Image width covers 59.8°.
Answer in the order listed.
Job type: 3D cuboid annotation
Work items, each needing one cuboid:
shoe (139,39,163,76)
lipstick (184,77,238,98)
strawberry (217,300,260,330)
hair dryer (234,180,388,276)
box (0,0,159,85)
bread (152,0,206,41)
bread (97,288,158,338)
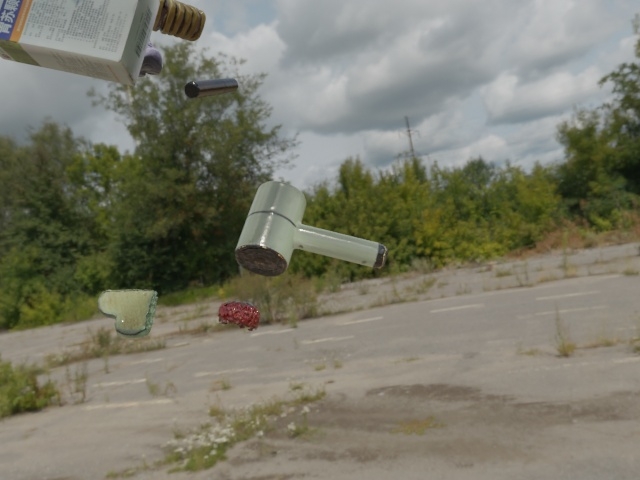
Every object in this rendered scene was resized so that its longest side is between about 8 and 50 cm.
[{"bbox_3d":[-0.568,-0.607,1.783,0.095,0.137,0.245,5,3,-39],"label":"shoe"},{"bbox_3d":[-0.372,-0.530,1.927,0.057,0.057,0.356,-10,16,16],"label":"lipstick"},{"bbox_3d":[-0.256,0.238,1.778,0.145,0.086,0.145,4,-14,1],"label":"strawberry"},{"bbox_3d":[0.000,0.000,1.303,0.362,0.203,0.128,14,-36,2],"label":"hair dryer"},{"bbox_3d":[-0.504,-0.452,1.130,0.300,0.200,0.106,12,-10,3],"label":"box"},{"bbox_3d":[-0.535,-0.827,2.091,0.225,0.081,0.134,-10,-43,-53],"label":"bread"},{"bbox_3d":[-0.588,0.213,1.747,0.232,0.064,0.172,34,61,29],"label":"bread"}]
